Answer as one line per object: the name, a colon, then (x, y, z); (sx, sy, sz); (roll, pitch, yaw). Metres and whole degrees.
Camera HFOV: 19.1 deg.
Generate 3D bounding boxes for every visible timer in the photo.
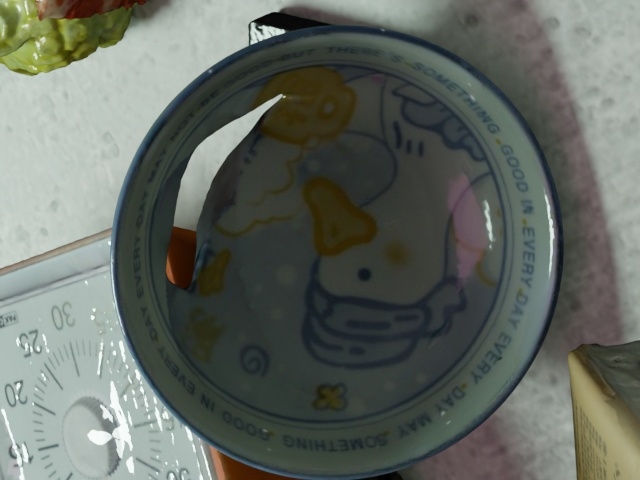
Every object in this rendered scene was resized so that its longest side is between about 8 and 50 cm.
timer: (-0.129, 0.137, 1.305); (0.257, 0.161, 0.250); (-18, 71, 42)

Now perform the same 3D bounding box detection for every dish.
dish: (0.000, 0.000, 1.182); (0.134, 0.273, 0.273); (-141, 33, -75)

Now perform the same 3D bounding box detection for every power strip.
power strip: (0.005, -0.118, 1.215); (0.111, 0.029, 0.038); (18, 120, 29)

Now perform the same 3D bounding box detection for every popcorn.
popcorn: (-0.189, -0.180, 1.288); (0.136, 0.162, 0.141); (24, 159, -13)

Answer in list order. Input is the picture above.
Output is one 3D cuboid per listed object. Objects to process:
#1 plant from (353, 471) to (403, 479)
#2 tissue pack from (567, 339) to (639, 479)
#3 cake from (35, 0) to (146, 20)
plant: (0.021, 0.210, 1.322); (0.092, 0.094, 0.143); (8, 121, 48)
tissue pack: (0.271, 0.216, 1.062); (0.239, 0.238, 0.305); (9, 116, 36)
cake: (-0.145, -0.281, 1.171); (0.160, 0.158, 0.262); (41, 132, 21)
